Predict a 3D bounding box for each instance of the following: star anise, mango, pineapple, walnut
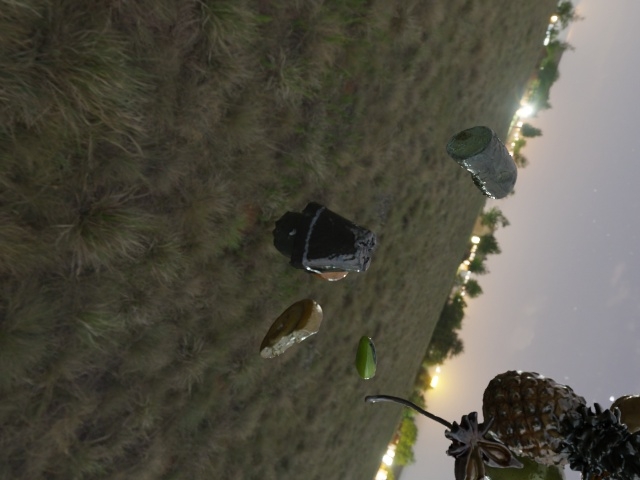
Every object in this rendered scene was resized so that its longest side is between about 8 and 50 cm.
[{"bbox_3d":[0.210,0.363,0.792,0.148,0.218,0.227,-66,-171,-15],"label":"star anise"},{"bbox_3d":[0.171,0.452,1.660,0.091,0.074,0.165,165,-80,-67],"label":"mango"},{"bbox_3d":[0.409,0.308,0.702,0.279,0.158,0.158,-7,-123,66],"label":"pineapple"},{"bbox_3d":[0.926,0.529,1.250,0.166,0.149,0.166,-28,139,-27],"label":"walnut"}]

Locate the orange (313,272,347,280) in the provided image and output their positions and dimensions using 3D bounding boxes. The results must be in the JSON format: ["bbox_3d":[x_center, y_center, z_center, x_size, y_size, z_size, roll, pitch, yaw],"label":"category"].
[{"bbox_3d":[0.024,0.056,1.695,0.170,0.224,0.224,-66,163,16],"label":"orange"}]

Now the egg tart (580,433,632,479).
[{"bbox_3d":[0.549,0.470,0.736,0.297,0.132,0.297,2,90,-83],"label":"egg tart"}]

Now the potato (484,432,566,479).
[{"bbox_3d":[0.441,0.503,0.961,0.248,0.169,0.143,81,2,-78],"label":"potato"}]

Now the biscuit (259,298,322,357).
[{"bbox_3d":[-0.104,0.302,1.523,0.274,0.091,0.213,-42,-166,28],"label":"biscuit"}]

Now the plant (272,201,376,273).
[{"bbox_3d":[0.000,0.000,1.026,0.142,0.256,0.164,26,77,-61],"label":"plant"}]

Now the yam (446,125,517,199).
[{"bbox_3d":[0.511,-0.248,1.334,0.254,0.154,0.154,31,77,-35],"label":"yam"}]
